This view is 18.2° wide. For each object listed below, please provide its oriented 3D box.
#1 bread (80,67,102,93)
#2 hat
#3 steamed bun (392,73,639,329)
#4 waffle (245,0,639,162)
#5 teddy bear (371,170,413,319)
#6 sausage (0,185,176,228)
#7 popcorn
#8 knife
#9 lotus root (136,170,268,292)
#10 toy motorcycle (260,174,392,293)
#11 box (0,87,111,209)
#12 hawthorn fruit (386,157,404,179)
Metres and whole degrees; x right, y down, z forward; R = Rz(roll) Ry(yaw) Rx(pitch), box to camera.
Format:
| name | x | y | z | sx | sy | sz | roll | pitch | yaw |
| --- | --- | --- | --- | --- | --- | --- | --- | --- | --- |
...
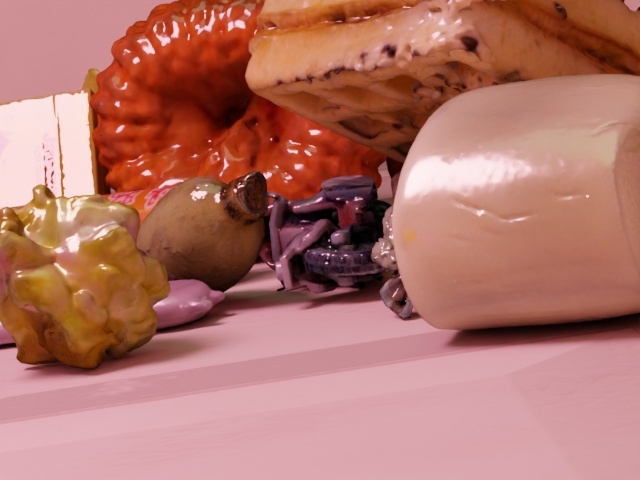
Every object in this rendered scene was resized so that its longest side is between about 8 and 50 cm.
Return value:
| name | x | y | z | sx | sy | sz | roll | pitch | yaw |
| --- | --- | --- | --- | --- | --- | --- | --- | --- | --- |
| bread | -0.181 | -0.098 | 2.273 | 0.186 | 0.124 | 0.257 | 17 | 13 | -33 |
| hat | -0.048 | -0.094 | 2.012 | 0.285 | 0.285 | 0.400 | -7 | -10 | 14 |
| steamed bun | 0.172 | -0.031 | 1.302 | 0.200 | 0.155 | 0.250 | -6 | 8 | 31 |
| waffle | 0.164 | -0.113 | 1.533 | 0.376 | 0.114 | 0.261 | 22 | -19 | -35 |
| teddy bear | 0.102 | -0.017 | 1.471 | 0.133 | 0.111 | 0.213 | -5 | 7 | 20 |
| sausage | -0.221 | 0.007 | 1.795 | 0.312 | 0.093 | 0.093 | -5 | 7 | 28 |
| popcorn | -0.178 | 0.026 | 1.411 | 0.145 | 0.126 | 0.126 | 35 | 59 | 21 |
| knife | -0.267 | 0.065 | 1.578 | 0.398 | 0.038 | 0.132 | -7 | 9 | 13 |
| lotus root | -0.093 | -0.001 | 1.590 | 0.090 | 0.077 | 0.183 | 16 | -26 | -21 |
| toy motorcycle | 0.000 | -0.001 | 1.598 | 0.122 | 0.082 | 0.213 | -11 | 10 | 7 |
| box | -0.349 | -0.043 | 2.002 | 0.274 | 0.174 | 0.076 | -8 | -22 | 4 |
| hawthorn fruit | 0.141 | -0.123 | 1.984 | 0.179 | 0.200 | 0.179 | -13 | 10 | 2 |
